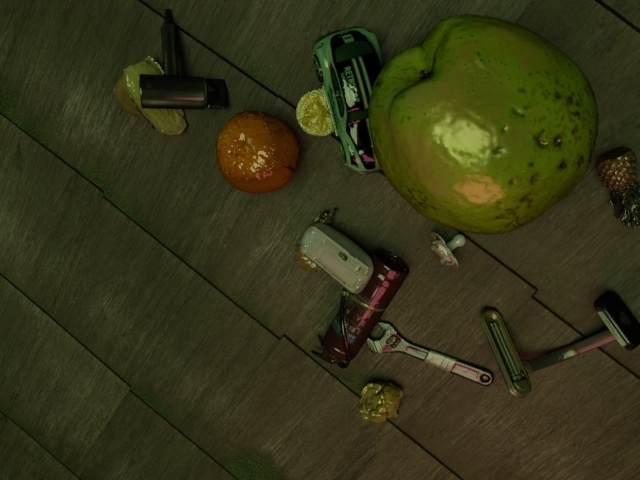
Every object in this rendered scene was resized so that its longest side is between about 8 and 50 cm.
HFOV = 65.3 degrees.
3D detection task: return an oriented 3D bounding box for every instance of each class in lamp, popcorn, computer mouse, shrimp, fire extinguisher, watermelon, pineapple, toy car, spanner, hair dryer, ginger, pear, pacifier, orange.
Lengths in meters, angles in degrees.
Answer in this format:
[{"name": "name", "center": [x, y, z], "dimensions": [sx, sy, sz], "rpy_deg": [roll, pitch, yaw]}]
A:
[{"name": "lamp", "center": [0.507, 0.186, 1.078], "dimensions": [0.283, 0.125, 0.203], "rpy_deg": [-35, 72, 26]}, {"name": "popcorn", "center": [0.151, 0.402, 1.255], "dimensions": [0.109, 0.089, 0.097], "rpy_deg": [-46, 52, 14]}, {"name": "computer mouse", "center": [0.037, 0.039, 1.156], "dimensions": [0.199, 0.045, 0.102], "rpy_deg": [37, 111, 26]}, {"name": "shrimp", "center": [0.000, 0.000, 1.212], "dimensions": [0.099, 0.041, 0.180], "rpy_deg": [30, 111, 7]}, {"name": "fire extinguisher", "center": [0.079, 0.176, 1.209], "dimensions": [0.141, 0.105, 0.341], "rpy_deg": [49, 120, 39]}, {"name": "watermelon", "center": [-0.002, -0.283, 1.120], "dimensions": [0.106, 0.062, 0.105], "rpy_deg": [0, 97, 1]}, {"name": "pineapple", "center": [0.596, -0.099, 0.979], "dimensions": [0.074, 0.074, 0.159], "rpy_deg": [-21, 106, 22]}, {"name": "toy car", "center": [0.085, -0.291, 1.035], "dimensions": [0.136, 0.125, 0.305], "rpy_deg": [-17, 98, -4]}, {"name": "spanner", "center": [0.265, 0.278, 1.214], "dimensions": [0.316, 0.024, 0.087], "rpy_deg": [18, 104, 13]}, {"name": "hair dryer", "center": [-0.328, -0.430, 1.180], "dimensions": [0.196, 0.078, 0.248], "rpy_deg": [-4, 84, -17]}, {"name": "ginger", "center": [-0.427, -0.333, 1.239], "dimensions": [0.123, 0.115, 0.193], "rpy_deg": [-19, 107, 43]}, {"name": "pear", "center": [0.265, -0.201, 0.887], "dimensions": [0.391, 0.391, 0.390], "rpy_deg": [5, 106, 17]}, {"name": "pacifier", "center": [0.290, 0.014, 1.110], "dimensions": [0.078, 0.081, 0.099], "rpy_deg": [-33, 94, -5]}, {"name": "orange", "center": [-0.143, -0.198, 1.141], "dimensions": [0.194, 0.161, 0.193], "rpy_deg": [1, 93, 20]}]
